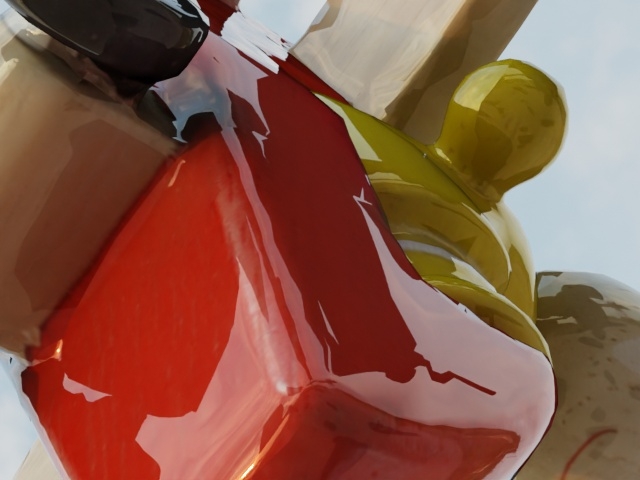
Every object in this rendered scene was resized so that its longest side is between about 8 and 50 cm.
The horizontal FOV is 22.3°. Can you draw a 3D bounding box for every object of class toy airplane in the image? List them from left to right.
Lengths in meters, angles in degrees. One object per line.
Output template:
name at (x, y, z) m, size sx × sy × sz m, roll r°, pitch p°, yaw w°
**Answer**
toy airplane at (0.000, 0.000, 0.546) m, size 0.272 × 0.386 × 0.384 m, roll 32°, pitch -123°, yaw -10°
